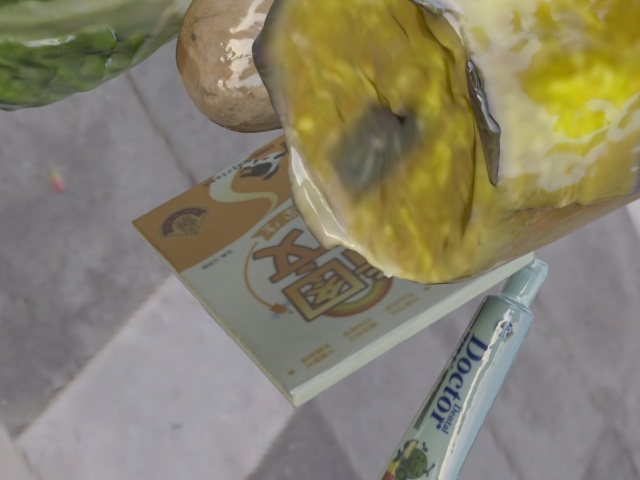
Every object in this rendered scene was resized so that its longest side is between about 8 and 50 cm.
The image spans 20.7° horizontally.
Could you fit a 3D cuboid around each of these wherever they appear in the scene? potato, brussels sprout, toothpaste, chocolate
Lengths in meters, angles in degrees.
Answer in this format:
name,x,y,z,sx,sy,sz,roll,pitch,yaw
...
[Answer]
name,x,y,z,sx,sy,sz,roll,pitch,yaw
potato,-0.037,-0.121,1.135,0.147,0.112,0.112,-5,74,-64
brussels sprout,-0.209,-0.204,1.275,0.219,0.271,0.210,76,21,-46
toothpaste,0.098,0.125,1.271,0.037,0.067,0.255,37,80,-52
chocolate,0.192,-0.119,0.821,0.445,0.162,0.162,-22,88,-29

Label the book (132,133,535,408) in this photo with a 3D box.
name,x,y,z,sx,sy,sz,roll,pitch,yaw
book,0.000,0.000,1.338,0.295,0.208,0.020,42,-22,52
